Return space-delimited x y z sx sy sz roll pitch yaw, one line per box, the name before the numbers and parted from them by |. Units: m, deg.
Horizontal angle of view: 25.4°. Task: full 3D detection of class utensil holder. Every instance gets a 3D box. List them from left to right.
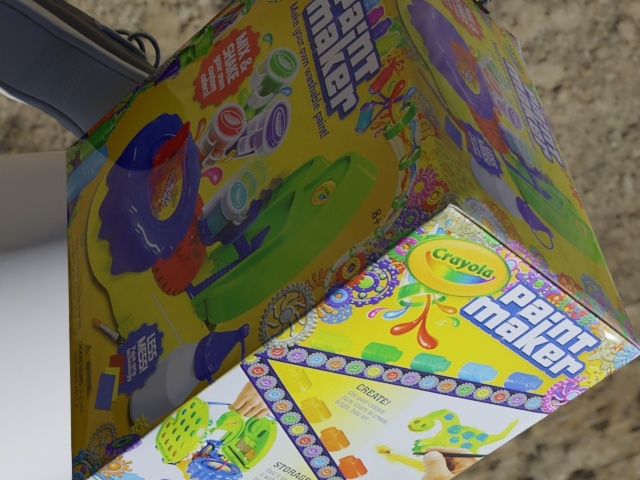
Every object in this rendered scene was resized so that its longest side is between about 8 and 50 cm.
utensil holder | -0.326 0.089 1.211 0.327 0.328 0.385 -41 167 31

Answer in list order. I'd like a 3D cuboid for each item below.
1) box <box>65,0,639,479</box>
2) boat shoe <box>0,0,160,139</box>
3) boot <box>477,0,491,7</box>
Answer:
box | 0.000 0.000 0.869 0.279 0.290 0.177 -38 129 23
boat shoe | -0.161 -0.109 1.030 0.254 0.079 0.095 31 117 -23
boot | 0.078 -0.323 1.253 0.131 0.348 0.260 6 160 -23
